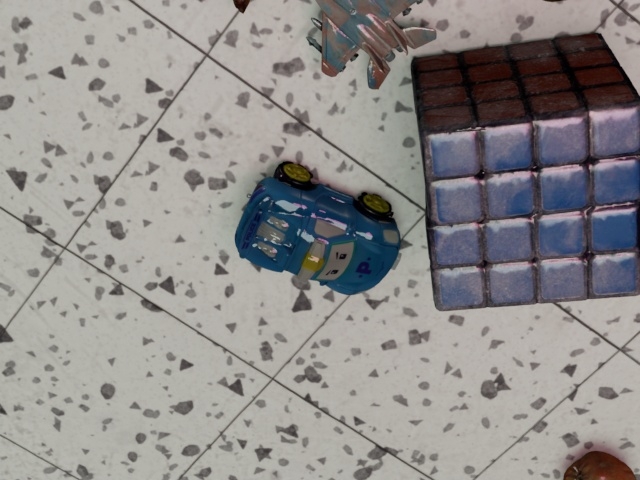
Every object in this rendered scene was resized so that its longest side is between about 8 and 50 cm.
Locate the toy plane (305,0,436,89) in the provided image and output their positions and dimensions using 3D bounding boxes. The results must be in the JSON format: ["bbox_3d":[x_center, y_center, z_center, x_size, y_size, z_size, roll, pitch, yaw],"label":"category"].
[{"bbox_3d":[0.035,-0.403,1.753,0.223,0.104,0.326,-39,106,21],"label":"toy plane"}]

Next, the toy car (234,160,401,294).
[{"bbox_3d":[0.000,0.000,1.949,0.314,0.166,0.198,22,122,-9],"label":"toy car"}]

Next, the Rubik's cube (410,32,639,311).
[{"bbox_3d":[0.334,-0.117,1.758,0.344,0.344,0.337,-5,119,8],"label":"Rubik's cube"}]

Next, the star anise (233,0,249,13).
[{"bbox_3d":[-0.134,-0.456,1.748,0.168,0.057,0.168,10,124,15],"label":"star anise"}]

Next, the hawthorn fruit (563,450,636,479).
[{"bbox_3d":[0.602,0.517,2.212,0.189,0.149,0.149,12,119,-2],"label":"hawthorn fruit"}]
